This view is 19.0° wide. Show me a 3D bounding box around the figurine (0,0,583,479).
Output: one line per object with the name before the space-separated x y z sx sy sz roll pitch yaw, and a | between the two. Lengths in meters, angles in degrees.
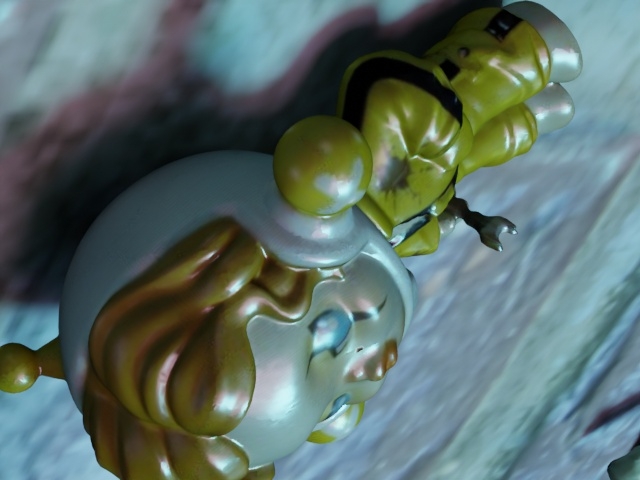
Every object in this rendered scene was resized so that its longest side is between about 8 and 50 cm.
figurine | 0.001 -0.004 0.418 0.143 0.068 0.101 -50 155 -3

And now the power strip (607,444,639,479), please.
power strip | 0.223 0.054 0.759 0.288 0.053 0.093 -20 147 -32
